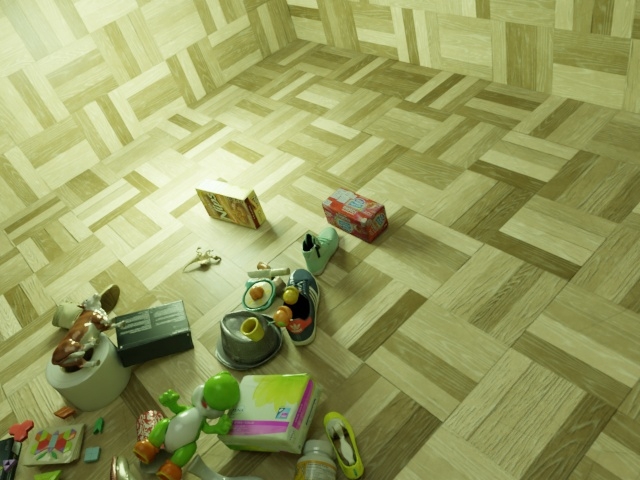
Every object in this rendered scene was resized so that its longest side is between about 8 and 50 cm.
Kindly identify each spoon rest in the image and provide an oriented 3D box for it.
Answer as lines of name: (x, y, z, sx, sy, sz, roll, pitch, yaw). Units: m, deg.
spoon rest: (-0.259, 0.723, 1.565, 0.276, 0.084, 0.137, 23, 57, 22)

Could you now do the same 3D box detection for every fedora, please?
fedora: (-0.275, 0.334, 1.936, 0.275, 0.124, 0.244, 21, 55, 36)

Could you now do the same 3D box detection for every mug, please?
mug: (-0.521, 0.646, 1.733, 0.113, 0.150, 0.169, -63, 35, 18)

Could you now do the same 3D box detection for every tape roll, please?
tape roll: (-0.849, 0.477, 1.969, 0.246, 0.169, 0.246, -11, 43, 10)

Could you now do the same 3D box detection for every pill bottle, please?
pill bottle: (-0.016, 0.670, 1.484, 0.117, 0.117, 0.208, -6, 44, 15)

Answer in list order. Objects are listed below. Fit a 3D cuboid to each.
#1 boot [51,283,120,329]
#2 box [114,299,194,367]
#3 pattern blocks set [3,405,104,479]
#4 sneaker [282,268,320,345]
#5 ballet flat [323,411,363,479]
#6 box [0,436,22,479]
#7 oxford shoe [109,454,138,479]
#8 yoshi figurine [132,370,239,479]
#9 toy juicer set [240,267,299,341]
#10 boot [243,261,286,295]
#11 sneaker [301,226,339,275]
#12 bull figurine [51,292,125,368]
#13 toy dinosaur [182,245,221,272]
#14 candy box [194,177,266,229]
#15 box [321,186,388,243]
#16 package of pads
boot: (-1.005, 0.280, 2.298, 0.203, 0.095, 0.262, 8, 53, 29)
box: (-0.629, 0.349, 2.028, 0.261, 0.103, 0.184, -13, 37, -16)
pattern blocks set: (-0.906, 0.693, 1.824, 0.325, 0.026, 0.285, -14, 42, -10)
sneaker: (-0.077, 0.207, 1.978, 0.131, 0.148, 0.350, -14, 41, 6)
ballet flat: (0.064, 0.585, 1.574, 0.077, 0.077, 0.231, -24, 41, -4)
box: (-1.131, 0.802, 1.809, 0.183, 0.059, 0.233, -18, 41, 2)
oxford shoe: (-0.550, 0.781, 1.600, 0.130, 0.123, 0.348, -8, 34, -28)
yoshi figurine: (-0.371, 0.526, 1.603, 0.203, 0.203, 0.362, 7, 41, 37)
toy juicer set: (-0.182, 0.181, 1.883, 0.209, 0.089, 0.329, -23, 43, 14)
boot: (-0.244, 0.174, 2.138, 0.152, 0.073, 0.197, -38, 42, -14)
sneaker: (0.000, 0.000, 2.168, 0.094, 0.151, 0.256, 0, 44, 23)
bull figurine: (-0.827, 0.325, 1.919, 0.188, 0.101, 0.310, -1, 43, 17)
toy dinosaur: (-0.532, 0.075, 2.364, 0.183, 0.053, 0.092, -17, 43, 3)
candy box: (-0.418, -0.172, 2.486, 0.316, 0.183, 0.087, 15, 51, 32)
box: (0.144, -0.109, 2.250, 0.257, 0.123, 0.128, 27, 60, 39)
package of pads: (-0.155, 0.524, 1.652, 0.296, 0.101, 0.229, -13, 38, 34)
